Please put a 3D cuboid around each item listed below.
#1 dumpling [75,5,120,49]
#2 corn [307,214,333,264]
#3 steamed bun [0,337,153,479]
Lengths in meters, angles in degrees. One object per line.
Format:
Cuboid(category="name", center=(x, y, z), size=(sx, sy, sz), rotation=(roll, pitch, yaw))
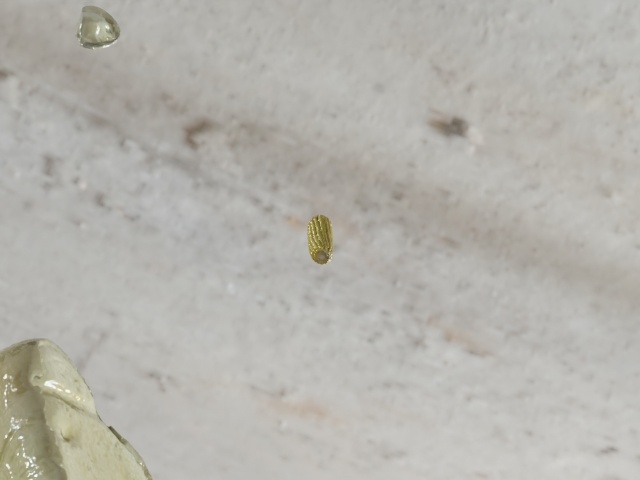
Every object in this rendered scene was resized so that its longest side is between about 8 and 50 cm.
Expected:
Cuboid(category="dumpling", center=(-0.296, -0.280, 1.937), size=(0.059, 0.077, 0.043), rotation=(-1, 118, -13))
Cuboid(category="corn", center=(0.000, 0.000, 1.981), size=(0.037, 0.092, 0.037), rotation=(-1, 122, -2))
Cuboid(category="steamed bun", center=(-0.228, 0.195, 1.225), size=(0.110, 0.212, 0.231), rotation=(-27, 162, 5))
